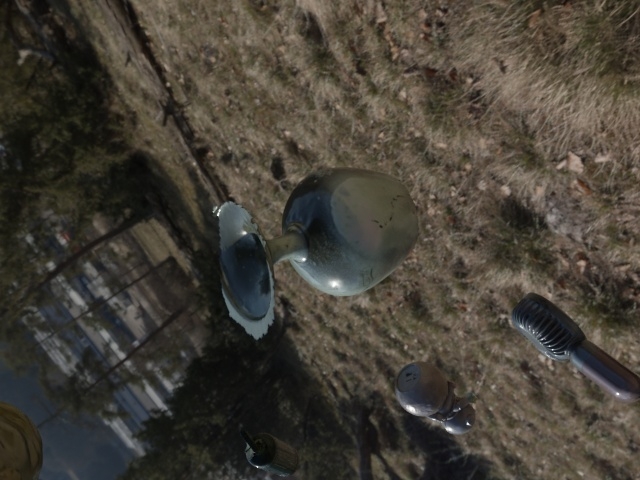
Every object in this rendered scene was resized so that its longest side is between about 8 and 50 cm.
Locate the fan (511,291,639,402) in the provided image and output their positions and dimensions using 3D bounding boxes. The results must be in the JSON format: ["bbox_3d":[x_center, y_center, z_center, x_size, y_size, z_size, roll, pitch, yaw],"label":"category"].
[{"bbox_3d":[0.439,0.183,0.899,0.244,0.074,0.130,44,176,46],"label":"fan"}]

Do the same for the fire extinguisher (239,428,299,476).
[{"bbox_3d":[-0.153,0.629,1.548,0.114,0.095,0.311,49,173,31],"label":"fire extinguisher"}]

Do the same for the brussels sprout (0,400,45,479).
[{"bbox_3d":[-0.418,0.245,0.488,0.273,0.243,0.317,17,135,-4],"label":"brussels sprout"}]

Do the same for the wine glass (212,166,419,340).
[{"bbox_3d":[0.000,0.000,0.881,0.238,0.322,0.238,32,130,48],"label":"wine glass"}]

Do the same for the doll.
[{"bbox_3d":[0.330,0.447,1.437,0.287,0.151,0.151,40,152,-26],"label":"doll"}]
